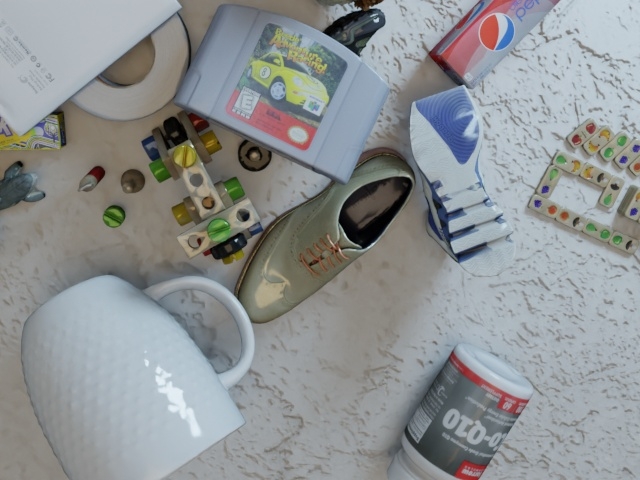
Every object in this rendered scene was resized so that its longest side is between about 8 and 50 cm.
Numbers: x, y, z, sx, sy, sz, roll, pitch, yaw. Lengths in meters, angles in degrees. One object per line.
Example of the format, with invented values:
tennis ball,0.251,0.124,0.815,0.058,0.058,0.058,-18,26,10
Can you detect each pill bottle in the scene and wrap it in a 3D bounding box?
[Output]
pill bottle,0.250,0.346,1.417,0.161,0.161,0.283,27,100,-12

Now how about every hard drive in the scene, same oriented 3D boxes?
hard drive,-0.399,-0.337,1.159,0.319,0.040,0.210,-37,105,5

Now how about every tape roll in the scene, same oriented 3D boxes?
tape roll,-0.318,-0.303,1.235,0.219,0.072,0.219,-1,104,-5

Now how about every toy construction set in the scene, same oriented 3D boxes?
toy construction set,-0.223,-0.075,1.219,0.309,0.237,0.257,-2,105,-5

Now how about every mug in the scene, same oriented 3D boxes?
mug,-0.284,0.210,1.266,0.374,0.276,0.328,-32,81,-16

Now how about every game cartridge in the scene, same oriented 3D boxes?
game cartridge,-0.052,-0.234,1.191,0.294,0.060,0.196,25,83,-6

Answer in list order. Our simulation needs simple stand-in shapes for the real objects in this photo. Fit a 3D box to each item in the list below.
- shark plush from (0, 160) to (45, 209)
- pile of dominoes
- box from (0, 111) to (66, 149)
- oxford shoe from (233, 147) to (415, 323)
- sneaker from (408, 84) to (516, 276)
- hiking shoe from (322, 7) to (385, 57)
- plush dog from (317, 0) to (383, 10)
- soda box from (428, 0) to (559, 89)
shark plush,-0.536,-0.074,1.273,0.161,0.067,0.073,-20,109,2
pile of dominoes,0.529,-0.095,1.394,0.251,0.040,0.196,22,101,-11
box,-0.506,-0.178,1.258,0.169,0.054,0.059,-1,104,-5
oxford shoe,0.000,0.000,1.308,0.140,0.146,0.397,41,97,-15
sneaker,0.217,-0.085,1.311,0.127,0.182,0.315,-15,86,-6
hiking shoe,0.029,-0.284,1.280,0.227,0.086,0.114,-38,114,14
plush dog,0.010,-0.459,1.171,0.262,0.225,0.210,22,60,14
soda box,0.305,-0.373,1.271,0.083,0.092,0.263,42,97,-13
